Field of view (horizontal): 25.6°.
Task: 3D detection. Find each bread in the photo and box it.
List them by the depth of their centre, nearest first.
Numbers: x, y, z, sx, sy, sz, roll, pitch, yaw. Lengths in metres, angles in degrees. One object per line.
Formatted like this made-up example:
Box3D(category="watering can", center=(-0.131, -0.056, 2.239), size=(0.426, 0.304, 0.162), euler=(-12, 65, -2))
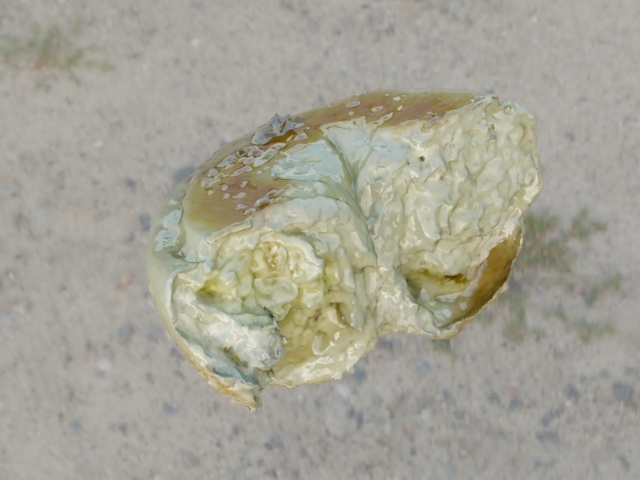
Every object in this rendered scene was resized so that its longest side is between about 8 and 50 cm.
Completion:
Box3D(category="bread", center=(-0.005, 0.001, 1.002), size=(0.314, 0.171, 0.192), euler=(-33, 31, -33))
